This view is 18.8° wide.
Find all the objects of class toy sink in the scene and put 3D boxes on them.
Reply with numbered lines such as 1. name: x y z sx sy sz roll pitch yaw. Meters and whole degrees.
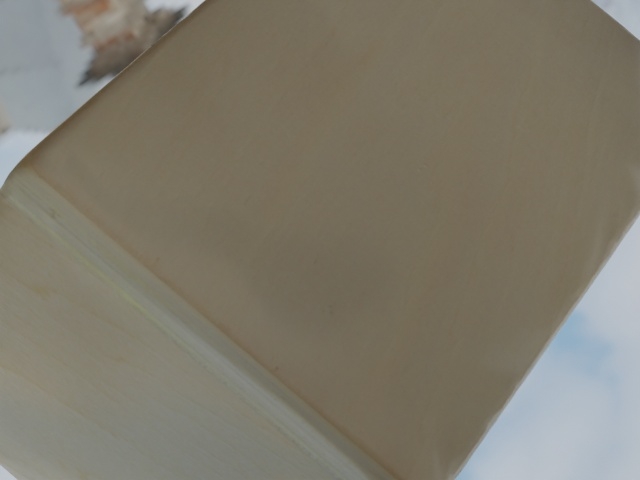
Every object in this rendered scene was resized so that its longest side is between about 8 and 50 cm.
1. toy sink: 0.000 0.000 0.651 0.234 0.153 0.131 -49 179 -44
